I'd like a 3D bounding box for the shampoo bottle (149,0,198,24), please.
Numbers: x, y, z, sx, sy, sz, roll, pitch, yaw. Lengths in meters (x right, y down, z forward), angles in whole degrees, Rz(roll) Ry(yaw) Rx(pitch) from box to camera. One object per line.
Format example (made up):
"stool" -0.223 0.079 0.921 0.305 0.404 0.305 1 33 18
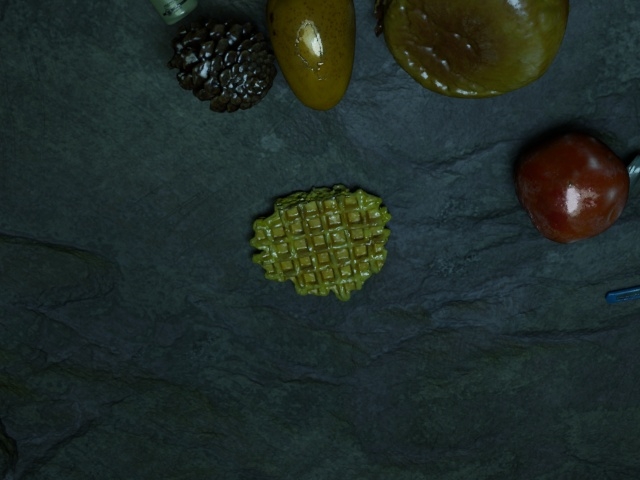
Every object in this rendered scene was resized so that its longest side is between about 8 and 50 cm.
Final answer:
"shampoo bottle" -0.306 -0.496 1.429 0.079 0.079 0.162 -28 115 16

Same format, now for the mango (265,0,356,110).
"mango" -0.012 -0.375 1.431 0.159 0.191 0.291 -3 124 12

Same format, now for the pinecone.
"pinecone" -0.190 -0.338 1.462 0.204 0.179 0.184 23 154 38

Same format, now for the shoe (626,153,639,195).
"shoe" 0.627 -0.114 1.627 0.078 0.079 0.195 41 127 20

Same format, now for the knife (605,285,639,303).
"knife" 0.816 0.110 1.761 0.296 0.026 0.044 -13 130 8

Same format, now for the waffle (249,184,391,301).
"waffle" 0.000 -0.002 1.706 0.311 0.060 0.307 19 117 -11

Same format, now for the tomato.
"tomato" 0.513 -0.108 1.540 0.231 0.188 0.232 4 101 23

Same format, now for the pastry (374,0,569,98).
"pastry" 0.268 -0.401 1.364 0.355 0.164 0.356 21 142 17
